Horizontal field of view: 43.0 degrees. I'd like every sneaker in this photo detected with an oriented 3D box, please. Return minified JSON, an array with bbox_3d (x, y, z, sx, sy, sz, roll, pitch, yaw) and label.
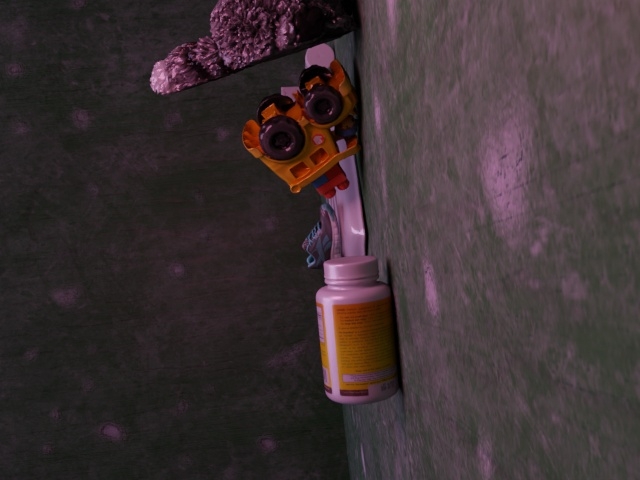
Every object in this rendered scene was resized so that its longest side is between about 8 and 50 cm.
[{"bbox_3d":[0.000,0.000,1.638,0.065,0.076,0.166,-100,5,-53],"label":"sneaker"}]

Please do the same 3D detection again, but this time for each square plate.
[{"bbox_3d":[0.052,-0.063,1.755,0.347,0.049,0.344,88,176,-58],"label":"square plate"}]

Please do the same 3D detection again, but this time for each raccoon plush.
[{"bbox_3d":[-0.143,-0.438,1.335,0.216,0.447,0.299,-55,-53,-73],"label":"raccoon plush"}]

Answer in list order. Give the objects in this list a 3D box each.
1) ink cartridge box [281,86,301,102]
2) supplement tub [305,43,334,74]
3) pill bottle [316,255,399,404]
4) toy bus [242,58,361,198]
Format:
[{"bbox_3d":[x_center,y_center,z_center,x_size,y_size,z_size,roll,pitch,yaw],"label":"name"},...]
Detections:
[{"bbox_3d":[-0.027,-0.330,1.993,0.099,0.135,0.056,90,177,-67],"label":"ink cartridge box"},{"bbox_3d":[-0.002,-0.419,1.938,0.107,0.071,0.071,93,171,-81],"label":"supplement tub"},{"bbox_3d":[0.056,0.135,1.256,0.117,0.117,0.214,-114,19,-83],"label":"pill bottle"},{"bbox_3d":[0.000,-0.188,1.486,0.211,0.220,0.149,48,-165,-26],"label":"toy bus"}]
